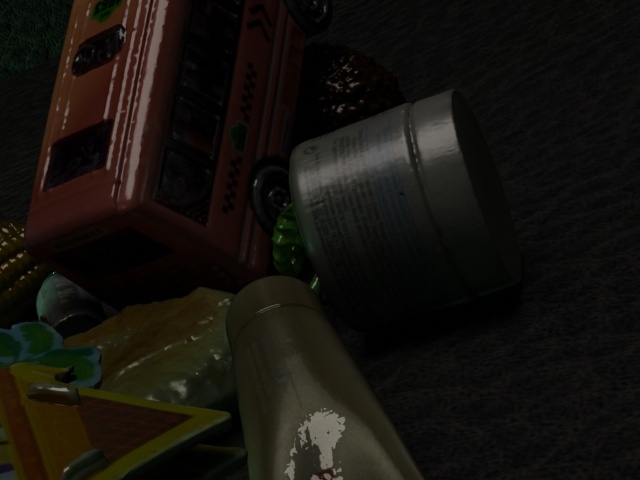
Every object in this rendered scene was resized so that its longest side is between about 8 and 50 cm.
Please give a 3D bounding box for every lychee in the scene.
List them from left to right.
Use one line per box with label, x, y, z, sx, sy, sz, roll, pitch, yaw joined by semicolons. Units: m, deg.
lychee;0.014;-0.128;1.913;0.188;0.188;0.188;-20;17;6

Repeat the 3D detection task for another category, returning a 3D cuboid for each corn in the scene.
corn;-0.400;0.091;1.826;0.120;0.120;0.363;-5;27;44

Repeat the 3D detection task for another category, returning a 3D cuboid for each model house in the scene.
model house;-0.215;0.191;1.154;0.312;0.242;0.358;-6;23;-18

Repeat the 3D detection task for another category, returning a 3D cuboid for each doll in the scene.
doll;0.000;0.000;1.603;0.050;0.115;0.190;7;-6;24

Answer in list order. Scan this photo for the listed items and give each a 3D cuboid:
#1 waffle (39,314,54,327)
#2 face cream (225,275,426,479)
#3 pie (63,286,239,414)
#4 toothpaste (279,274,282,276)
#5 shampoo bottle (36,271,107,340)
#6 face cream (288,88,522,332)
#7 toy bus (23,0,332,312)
waffle;-0.315;0.127;1.667;0.097;0.023;0.152;-35;-4;-39
face cream;-0.006;0.136;1.273;0.137;0.084;0.341;-20;28;-1
pie;-0.178;0.131;1.495;0.306;0.071;0.306;-17;16;5
toothpaste;-0.039;0.064;1.602;0.062;0.037;0.216;-26;13;-7
shampoo bottle;-0.251;0.076;1.767;0.072;0.072;0.214;-24;17;-7
face cream;0.073;-0.024;1.486;0.153;0.177;0.177;-18;17;14
toy bus;-0.148;-0.149;1.759;0.203;0.233;0.427;-18;54;39
